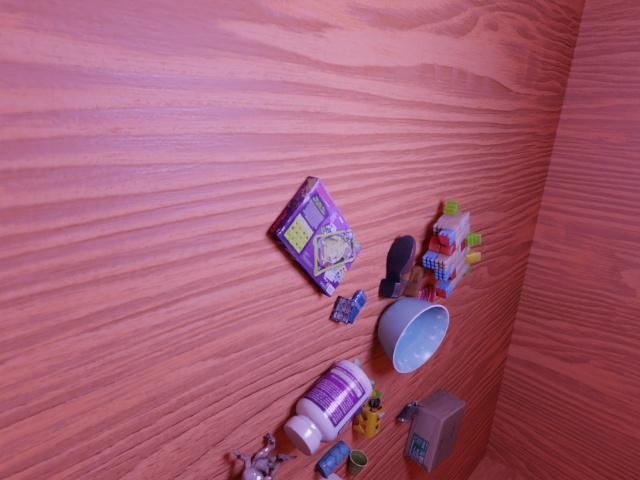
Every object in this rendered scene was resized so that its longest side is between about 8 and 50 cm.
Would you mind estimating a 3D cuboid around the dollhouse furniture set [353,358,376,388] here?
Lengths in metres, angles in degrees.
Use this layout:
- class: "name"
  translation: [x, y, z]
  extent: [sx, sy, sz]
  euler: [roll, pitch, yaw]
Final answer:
- class: "dollhouse furniture set"
  translation: [0.165, 0.537, 1.622]
  extent: [0.076, 0.058, 0.152]
  euler: [-53, 137, -21]

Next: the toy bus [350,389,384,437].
- class: "toy bus"
  translation: [0.211, 0.704, 1.704]
  extent: [0.191, 0.104, 0.202]
  euler: [-52, 137, -21]

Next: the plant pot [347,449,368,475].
- class: "plant pot"
  translation: [0.152, 0.959, 1.766]
  extent: [0.083, 0.083, 0.079]
  euler: [-2, 117, -48]

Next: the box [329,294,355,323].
- class: "box"
  translation: [0.077, 0.238, 1.419]
  extent: [0.067, 0.018, 0.083]
  euler: [23, 87, -28]

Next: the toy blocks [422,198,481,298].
- class: "toy blocks"
  translation: [0.531, 0.059, 1.737]
  extent: [0.261, 0.190, 0.382]
  euler: [-40, 131, -35]

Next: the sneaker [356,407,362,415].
- class: "sneaker"
  translation: [0.115, 0.642, 1.614]
  extent: [0.170, 0.051, 0.089]
  euler: [-1, 87, -35]

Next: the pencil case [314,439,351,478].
- class: "pencil case"
  translation: [0.051, 0.857, 1.614]
  extent: [0.151, 0.064, 0.070]
  euler: [-26, 107, -39]

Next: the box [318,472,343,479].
- class: "box"
  translation: [0.028, 1.115, 1.628]
  extent: [0.121, 0.148, 0.311]
  euler: [10, 98, -51]

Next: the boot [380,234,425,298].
- class: "boot"
  translation: [0.371, 0.113, 1.665]
  extent: [0.280, 0.096, 0.264]
  euler: [6, 98, -51]

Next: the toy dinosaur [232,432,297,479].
- class: "toy dinosaur"
  translation: [-0.200, 0.721, 1.243]
  extent: [0.295, 0.127, 0.201]
  euler: [8, 106, -62]

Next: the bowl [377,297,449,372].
- class: "bowl"
  translation: [0.349, 0.352, 1.653]
  extent: [0.311, 0.163, 0.312]
  euler: [-20, 126, -29]

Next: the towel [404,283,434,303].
- class: "towel"
  translation: [0.433, 0.322, 1.865]
  extent: [0.274, 0.031, 0.199]
  euler: [-16, 115, -44]

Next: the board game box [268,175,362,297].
- class: "board game box"
  translation: [0.000, 0.000, 1.239]
  extent: [0.208, 0.056, 0.347]
  euler: [-52, 137, -16]

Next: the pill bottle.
- class: "pill bottle"
  translation: [0.024, 0.561, 1.389]
  extent: [0.301, 0.169, 0.169]
  euler: [-36, 129, -35]

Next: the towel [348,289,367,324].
- class: "towel"
  translation: [0.124, 0.239, 1.483]
  extent: [0.119, 0.029, 0.067]
  euler: [-52, 136, -20]

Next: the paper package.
- class: "paper package"
  translation: [0.625, 1.029, 2.253]
  extent: [0.309, 0.168, 0.325]
  euler: [-1, 106, -47]

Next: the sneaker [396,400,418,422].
- class: "sneaker"
  translation: [0.434, 0.852, 2.060]
  extent: [0.188, 0.066, 0.071]
  euler: [8, 81, -55]
